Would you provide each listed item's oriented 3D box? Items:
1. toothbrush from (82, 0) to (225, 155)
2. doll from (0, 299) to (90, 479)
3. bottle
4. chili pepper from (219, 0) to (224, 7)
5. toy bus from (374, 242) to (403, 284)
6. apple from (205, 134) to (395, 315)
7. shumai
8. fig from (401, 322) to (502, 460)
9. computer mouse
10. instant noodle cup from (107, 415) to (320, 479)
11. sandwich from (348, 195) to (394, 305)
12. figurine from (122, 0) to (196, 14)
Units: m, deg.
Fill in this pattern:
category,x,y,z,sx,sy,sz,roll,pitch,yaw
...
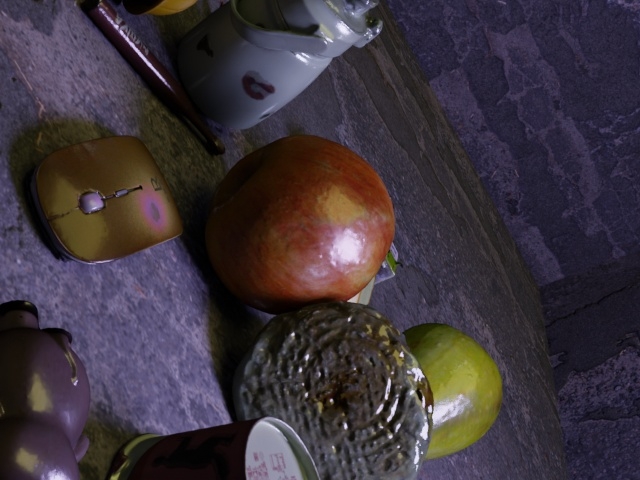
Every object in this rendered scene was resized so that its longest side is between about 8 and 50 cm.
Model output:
category,x,y,z,sx,sy,sz,roll,pitch,yaw
toothbrush,-0.258,-0.259,1.621,0.364,0.041,0.041,49,27,-42
doll,-0.291,0.179,0.963,0.182,0.117,0.257,47,28,-41
bottle,-0.070,-0.355,1.701,0.229,0.352,0.229,25,52,-37
chili pepper,-0.183,-0.352,1.903,0.059,0.050,0.268,4,53,-21
toy bus,0.062,-0.053,2.129,0.301,0.113,0.139,63,17,-9
apple,-0.043,-0.030,1.573,0.301,0.301,0.301,52,25,-37
shumai,0.018,0.256,1.575,0.263,0.304,0.309,92,8,-82
fig,0.202,0.304,1.912,0.326,0.258,0.258,-33,101,-53
computer mouse,-0.270,-0.057,1.335,0.158,0.072,0.310,65,21,-1
instant noodle cup,-0.114,0.320,1.180,0.235,0.178,0.234,49,29,-40
sandwich,0.000,0.000,1.828,0.155,0.198,0.227,29,73,-58
figurine,-0.286,-0.439,1.567,0.257,0.192,0.167,-10,106,-46
